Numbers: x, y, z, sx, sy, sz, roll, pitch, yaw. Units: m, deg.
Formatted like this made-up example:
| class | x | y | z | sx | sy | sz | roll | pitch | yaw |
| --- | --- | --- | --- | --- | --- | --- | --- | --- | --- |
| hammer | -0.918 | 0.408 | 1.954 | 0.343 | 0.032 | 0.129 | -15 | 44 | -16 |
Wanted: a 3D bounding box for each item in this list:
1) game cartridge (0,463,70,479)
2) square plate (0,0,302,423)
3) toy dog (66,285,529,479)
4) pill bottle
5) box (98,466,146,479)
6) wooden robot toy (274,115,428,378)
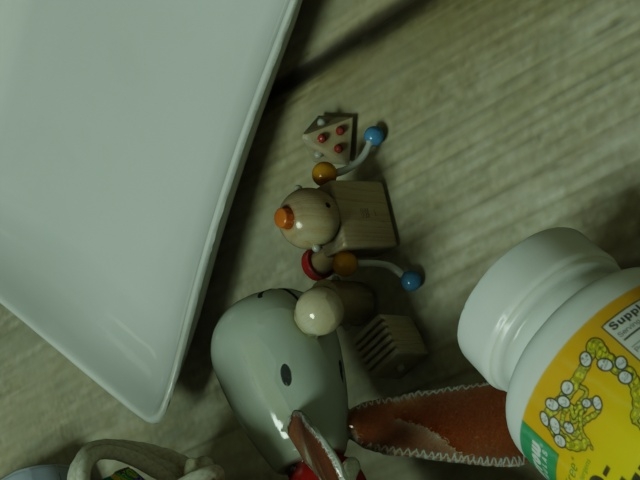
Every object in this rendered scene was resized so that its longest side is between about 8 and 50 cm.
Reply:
| class | x | y | z | sx | sy | sz | roll | pitch | yaw |
| --- | --- | --- | --- | --- | --- | --- | --- | --- | --- |
| game cartridge | -0.236 | 0.299 | 1.211 | 0.294 | 0.060 | 0.196 | -51 | 44 | 32 |
| square plate | -0.150 | -0.102 | 1.168 | 0.347 | 0.049 | 0.344 | 32 | 109 | 40 |
| toy dog | 0.055 | 0.149 | 0.855 | 0.333 | 0.220 | 0.161 | 47 | 127 | 9 |
| pill bottle | 0.163 | 0.086 | 0.806 | 0.208 | 0.117 | 0.117 | 45 | 118 | 36 |
| box | -0.114 | 0.297 | 0.892 | 0.279 | 0.290 | 0.177 | 36 | 111 | 20 |
| wooden robot toy | 0.000 | 0.000 | 0.995 | 0.076 | 0.079 | 0.173 | -28 | 69 | 40 |
